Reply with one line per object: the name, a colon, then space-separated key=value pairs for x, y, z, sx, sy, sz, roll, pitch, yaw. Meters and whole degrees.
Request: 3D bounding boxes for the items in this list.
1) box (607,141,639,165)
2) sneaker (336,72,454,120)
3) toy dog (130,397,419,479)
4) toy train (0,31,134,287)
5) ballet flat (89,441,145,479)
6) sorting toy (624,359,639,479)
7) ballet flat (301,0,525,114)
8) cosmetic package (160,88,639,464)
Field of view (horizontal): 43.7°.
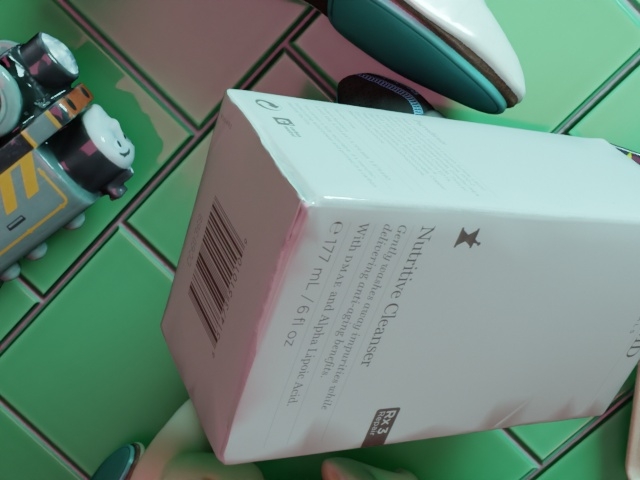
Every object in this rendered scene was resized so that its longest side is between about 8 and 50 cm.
box: x=0.297 y=-0.002 z=0.772 sx=0.116 sy=0.029 sz=0.162 roll=18 pitch=105 yaw=1
sneaker: x=0.000 y=0.000 z=0.771 sx=0.139 sy=0.125 sz=0.341 roll=43 pitch=106 yaw=22
toy dog: x=0.011 y=0.338 z=0.698 sx=0.408 sy=0.395 sz=0.284 roll=11 pitch=94 yaw=11
toy train: x=-0.340 y=-0.048 z=0.770 sx=0.334 sy=0.142 sz=0.190 roll=-36 pitch=110 yaw=9
ballet flat: x=-0.248 y=0.320 z=0.873 sx=0.086 sy=0.086 sz=0.248 roll=42 pitch=104 yaw=-5
sorting toy: x=0.404 y=0.150 z=0.777 sx=0.193 sy=0.038 sz=0.208 roll=-2 pitch=106 yaw=-1
ballet flat: x=0.020 y=-0.254 z=0.700 sx=0.400 sy=0.139 sz=0.139 roll=27 pitch=103 yaw=0
cosmetic package: x=0.095 y=0.028 z=0.621 sx=0.385 sy=0.156 sz=0.217 roll=1 pitch=123 yaw=-29
